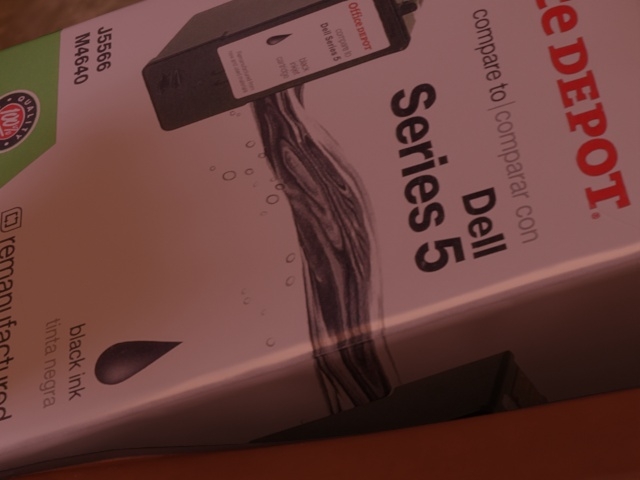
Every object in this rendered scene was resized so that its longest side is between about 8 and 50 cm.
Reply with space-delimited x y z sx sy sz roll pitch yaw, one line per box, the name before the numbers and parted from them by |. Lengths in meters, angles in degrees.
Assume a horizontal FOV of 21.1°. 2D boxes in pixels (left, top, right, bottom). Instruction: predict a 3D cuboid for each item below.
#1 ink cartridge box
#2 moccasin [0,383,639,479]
ink cartridge box | 0.000 0.000 0.599 0.273 0.115 0.198 -18 46 12
moccasin | -0.025 0.144 0.485 0.380 0.139 0.147 -8 39 9
